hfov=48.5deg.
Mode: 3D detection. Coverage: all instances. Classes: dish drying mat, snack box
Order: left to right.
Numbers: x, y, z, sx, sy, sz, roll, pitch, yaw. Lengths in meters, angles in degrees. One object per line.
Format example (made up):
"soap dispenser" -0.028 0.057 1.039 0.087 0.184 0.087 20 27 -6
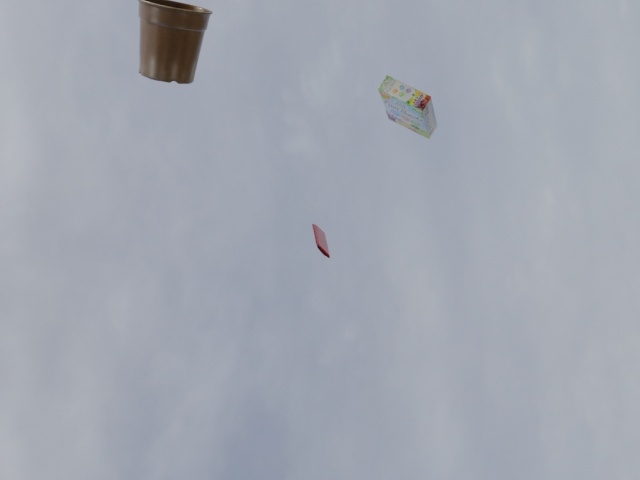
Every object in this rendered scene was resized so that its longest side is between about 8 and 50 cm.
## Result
"dish drying mat" 0.000 0.000 1.171 0.032 0.008 0.083 46 -166 -24
"snack box" 0.172 -0.259 1.391 0.037 0.100 0.141 -59 -19 -6

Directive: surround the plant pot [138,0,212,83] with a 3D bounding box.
"plant pot" -0.337 -0.448 1.599 0.167 0.167 0.165 -12 -58 -46
